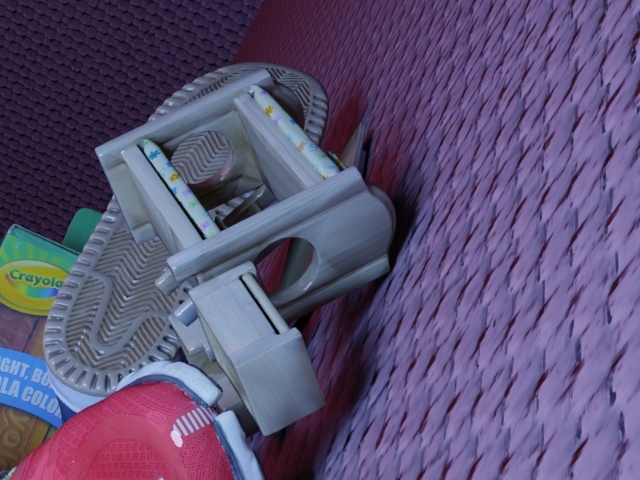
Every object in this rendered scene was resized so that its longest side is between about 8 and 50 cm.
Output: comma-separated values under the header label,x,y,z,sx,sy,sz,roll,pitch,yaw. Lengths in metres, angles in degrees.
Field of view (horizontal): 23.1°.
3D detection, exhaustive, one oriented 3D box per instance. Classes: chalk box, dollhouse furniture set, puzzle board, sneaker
label,x,y,z,sx,sy,sz,roll,pitch,yaw
chalk box,-0.197,0.111,1.204,0.179,0.180,0.289,138,154,-69
dollhouse furniture set,-0.005,0.038,0.720,0.182,0.101,0.161,51,164,49
puzzle board,0.000,0.000,0.895,0.096,0.011,0.128,-59,11,30
sneaker,-0.077,0.025,0.938,0.153,0.099,0.282,93,-160,-48
sneaker,-0.124,0.144,0.693,0.118,0.107,0.279,-24,-9,-45
